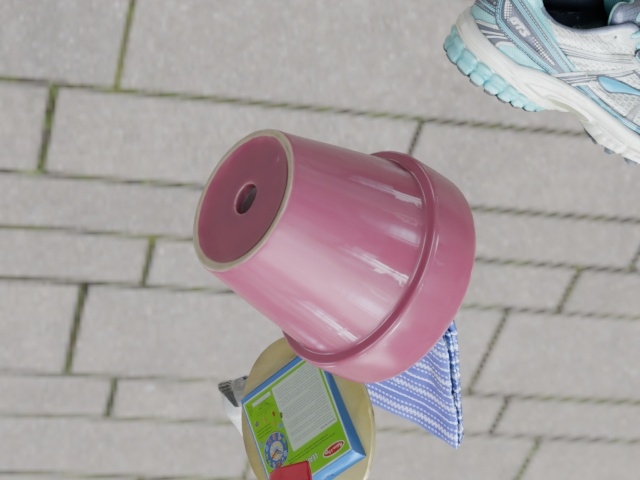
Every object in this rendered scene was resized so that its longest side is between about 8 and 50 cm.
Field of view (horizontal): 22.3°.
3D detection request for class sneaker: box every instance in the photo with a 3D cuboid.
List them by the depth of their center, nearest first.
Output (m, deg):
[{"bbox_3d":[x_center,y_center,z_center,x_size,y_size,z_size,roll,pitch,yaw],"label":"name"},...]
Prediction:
[{"bbox_3d":[0.252,-0.146,1.358,0.283,0.110,0.122,20,124,-16],"label":"sneaker"},{"bbox_3d":[-0.052,0.243,2.133,0.111,0.129,0.297,-8,165,16],"label":"sneaker"}]

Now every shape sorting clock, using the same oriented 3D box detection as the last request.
[{"bbox_3d":[-0.014,0.207,1.821,0.040,0.206,0.206,3,142,-44],"label":"shape sorting clock"}]

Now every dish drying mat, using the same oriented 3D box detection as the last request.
[{"bbox_3d":[-0.020,0.180,1.121,0.032,0.083,0.008,-13,115,2],"label":"dish drying mat"}]

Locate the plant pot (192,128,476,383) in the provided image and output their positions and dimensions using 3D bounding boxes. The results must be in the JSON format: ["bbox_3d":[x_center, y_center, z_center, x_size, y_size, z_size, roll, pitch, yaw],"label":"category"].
[{"bbox_3d":[0.000,0.000,1.374,0.180,0.201,0.201,26,128,-36],"label":"plant pot"}]

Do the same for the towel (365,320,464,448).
[{"bbox_3d":[0.092,0.164,2.345,0.243,0.040,0.336,23,149,24],"label":"towel"}]
